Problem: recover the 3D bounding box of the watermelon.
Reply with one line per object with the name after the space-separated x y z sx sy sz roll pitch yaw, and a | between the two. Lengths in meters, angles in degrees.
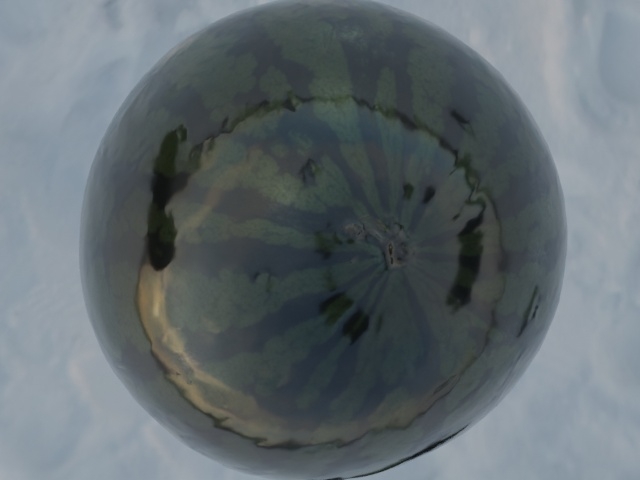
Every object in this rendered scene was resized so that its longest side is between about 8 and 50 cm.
0.000 0.000 0.725 0.212 0.212 0.212 2 113 5 | watermelon
